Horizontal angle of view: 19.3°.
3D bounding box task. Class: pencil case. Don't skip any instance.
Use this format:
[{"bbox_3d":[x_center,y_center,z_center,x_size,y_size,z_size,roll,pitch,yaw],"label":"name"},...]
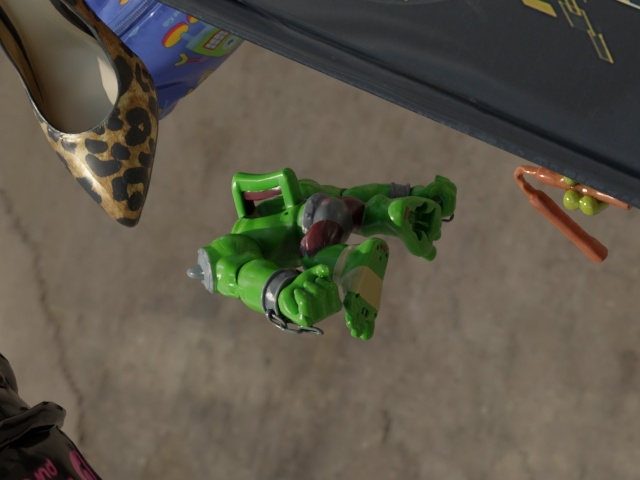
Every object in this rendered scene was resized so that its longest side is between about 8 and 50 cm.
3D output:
[{"bbox_3d":[-0.076,-0.221,1.464,0.306,0.133,0.119,-41,72,32],"label":"pencil case"}]

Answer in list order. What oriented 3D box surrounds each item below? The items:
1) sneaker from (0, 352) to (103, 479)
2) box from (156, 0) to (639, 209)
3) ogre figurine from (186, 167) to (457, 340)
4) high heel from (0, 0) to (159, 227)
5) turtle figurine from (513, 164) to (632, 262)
[{"bbox_3d":[-0.161,0.065,0.695,0.185,0.202,0.483,-46,-50,-55],"label":"sneaker"},{"bbox_3d":[0.159,-0.184,0.427,0.395,0.318,0.097,-67,-17,11],"label":"box"},{"bbox_3d":[0.000,0.000,1.219,0.118,0.097,0.197,9,47,29],"label":"ogre figurine"},{"bbox_3d":[-0.202,-0.135,1.316,0.093,0.186,0.261,-21,78,20],"label":"high heel"},{"bbox_3d":[0.152,-0.097,0.978,0.217,0.087,0.269,29,142,65],"label":"turtle figurine"}]
